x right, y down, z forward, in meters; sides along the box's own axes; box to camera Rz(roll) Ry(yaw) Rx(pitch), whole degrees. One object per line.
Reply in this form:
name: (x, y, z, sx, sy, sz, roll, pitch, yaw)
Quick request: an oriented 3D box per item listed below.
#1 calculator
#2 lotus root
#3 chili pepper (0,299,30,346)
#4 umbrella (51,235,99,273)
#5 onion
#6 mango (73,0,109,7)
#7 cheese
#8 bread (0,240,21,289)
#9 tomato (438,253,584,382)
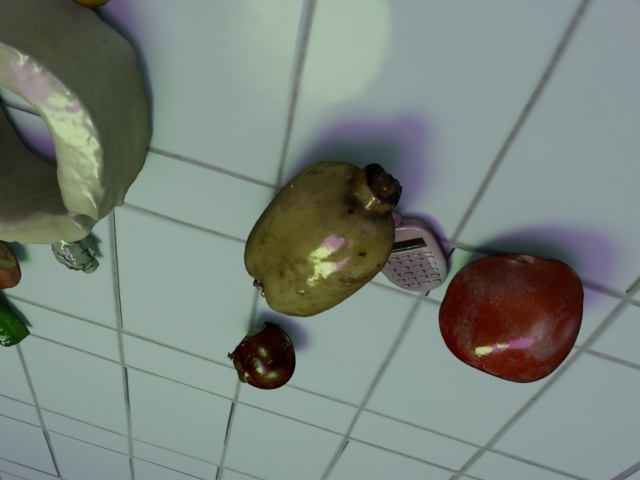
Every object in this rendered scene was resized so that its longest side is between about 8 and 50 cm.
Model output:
calculator: (0.118, 0.015, 0.832, 0.103, 0.024, 0.165, -11, 131, 28)
lotus root: (0.000, 0.000, 0.762, 0.160, 0.146, 0.284, 43, 133, -6)
chili pepper: (-0.678, 0.122, 1.169, 0.099, 0.083, 0.253, -7, 136, 26)
umbrella: (-0.409, -0.001, 0.973, 0.067, 0.062, 0.143, -26, 126, 0)
onion: (-0.095, 0.205, 1.030, 0.119, 0.118, 0.117, 23, 159, -5)
mango: (-0.187, -0.327, 0.530, 0.177, 0.119, 0.317, 34, 144, -19)
cheese: (-0.367, -0.141, 0.742, 0.293, 0.153, 0.332, 12, 138, 8)
bread: (-0.583, 0.038, 1.044, 0.119, 0.067, 0.192, 5, 147, -10)
tomato: (0.248, 0.098, 0.782, 0.187, 0.151, 0.187, 12, 133, 13)
